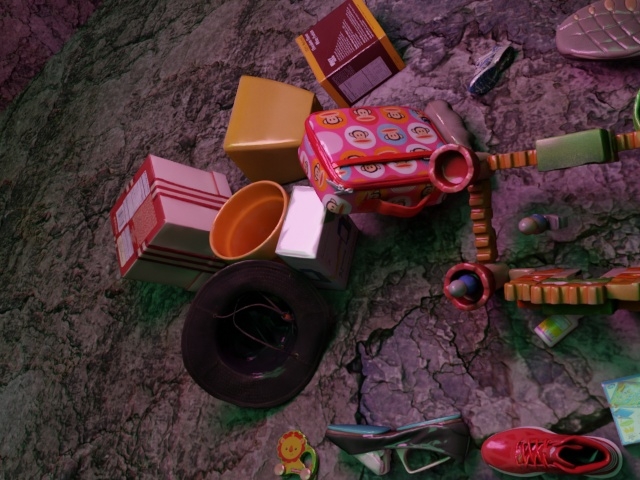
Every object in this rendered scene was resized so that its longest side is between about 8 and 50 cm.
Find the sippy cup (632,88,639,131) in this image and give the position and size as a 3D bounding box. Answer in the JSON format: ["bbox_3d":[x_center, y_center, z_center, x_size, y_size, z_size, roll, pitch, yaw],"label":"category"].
[{"bbox_3d":[0.700,-0.237,1.013,0.305,0.240,0.224,-47,55,46],"label":"sippy cup"}]

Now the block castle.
[{"bbox_3d":[0.411,-0.035,1.004,0.453,0.213,0.302,-5,94,37],"label":"block castle"}]

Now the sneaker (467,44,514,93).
[{"bbox_3d":[0.372,-0.383,1.393,0.135,0.052,0.058,-46,41,-4],"label":"sneaker"}]

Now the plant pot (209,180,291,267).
[{"bbox_3d":[-0.112,0.001,1.406,0.205,0.188,0.205,-20,48,24],"label":"plant pot"}]

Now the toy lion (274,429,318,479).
[{"bbox_3d":[-0.047,0.438,1.268,0.100,0.034,0.096,-2,59,31],"label":"toy lion"}]

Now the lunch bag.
[{"bbox_3d":[0.120,-0.150,1.246,0.293,0.120,0.258,-9,53,-22],"label":"lunch bag"}]

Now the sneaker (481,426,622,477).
[{"bbox_3d":[0.356,0.334,0.998,0.221,0.128,0.087,-12,62,27],"label":"sneaker"}]

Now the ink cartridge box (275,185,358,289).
[{"bbox_3d":[0.000,0.000,1.327,0.093,0.212,0.154,6,70,21],"label":"ink cartridge box"}]

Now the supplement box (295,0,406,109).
[{"bbox_3d":[0.073,-0.474,1.568,0.194,0.129,0.191,-34,54,14],"label":"supplement box"}]

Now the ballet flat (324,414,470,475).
[{"bbox_3d":[0.135,0.379,1.143,0.281,0.095,0.096,-13,73,27],"label":"ballet flat"}]

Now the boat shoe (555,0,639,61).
[{"bbox_3d":[0.634,-0.381,1.172,0.356,0.130,0.132,1,71,26],"label":"boat shoe"}]

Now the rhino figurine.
[{"bbox_3d":[0.290,-0.208,1.316,0.073,0.106,0.243,-35,53,14],"label":"rhino figurine"}]

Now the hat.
[{"bbox_3d":[-0.143,0.190,1.361,0.331,0.331,0.134,-47,13,4],"label":"hat"}]

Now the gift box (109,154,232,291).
[{"bbox_3d":[-0.357,-0.031,1.554,0.276,0.258,0.255,-42,52,34],"label":"gift box"}]

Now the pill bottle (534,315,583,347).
[{"bbox_3d":[0.424,0.147,1.100,0.083,0.043,0.043,-42,52,8],"label":"pill bottle"}]

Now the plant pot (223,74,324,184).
[{"bbox_3d":[-0.091,-0.265,1.536,0.187,0.212,0.212,2,69,19],"label":"plant pot"}]

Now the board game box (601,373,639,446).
[{"bbox_3d":[0.541,0.258,0.983,0.154,0.026,0.103,-20,58,23],"label":"board game box"}]
